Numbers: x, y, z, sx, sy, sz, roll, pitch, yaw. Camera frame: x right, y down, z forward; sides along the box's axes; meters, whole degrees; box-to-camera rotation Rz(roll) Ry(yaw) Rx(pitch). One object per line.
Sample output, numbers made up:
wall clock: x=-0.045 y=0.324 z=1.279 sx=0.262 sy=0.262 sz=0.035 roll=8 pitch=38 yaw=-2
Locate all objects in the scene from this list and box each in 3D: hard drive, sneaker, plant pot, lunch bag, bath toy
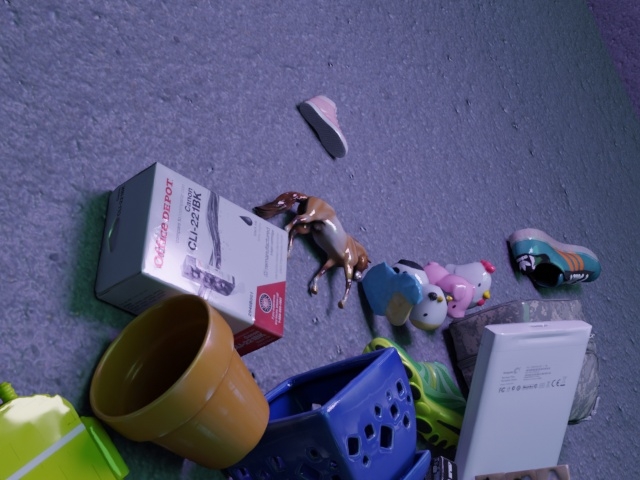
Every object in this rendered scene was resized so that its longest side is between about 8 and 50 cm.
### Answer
hard drive: x=0.362 y=0.319 z=1.783 sx=0.233 sy=0.047 sz=0.353 roll=-1 pitch=108 yaw=-31
sneaker: x=0.021 y=-0.233 z=1.944 sx=0.134 sy=0.051 sz=0.070 roll=52 pitch=43 yaw=-6
plant pot: x=0.016 y=0.317 z=1.454 sx=0.236 sy=0.236 sz=0.212 roll=-31 pitch=98 yaw=-54
sneaker: x=0.173 y=0.270 z=1.785 sx=0.295 sy=0.109 sz=0.123 roll=45 pitch=26 yaw=-27
lunch bag: x=0.437 y=0.262 z=2.002 sx=0.305 sy=0.212 sz=0.256 roll=5 pitch=69 yaw=-50
plant pot: x=-0.174 y=0.209 z=1.325 sx=0.188 sy=0.205 sz=0.205 roll=50 pitch=37 yaw=-31
bath toy: x=0.237 y=0.096 z=1.921 sx=0.348 sy=0.129 sz=0.151 roll=-2 pitch=64 yaw=-52
sneaker: x=0.576 y=0.071 z=2.375 sx=0.302 sy=0.108 sz=0.121 roll=18 pitch=55 yaw=-33

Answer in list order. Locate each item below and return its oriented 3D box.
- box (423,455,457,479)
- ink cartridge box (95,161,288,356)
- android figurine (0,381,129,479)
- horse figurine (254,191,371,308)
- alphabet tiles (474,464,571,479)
box: x=0.135 y=0.455 z=1.540 sx=0.045 sy=0.184 sz=0.191 roll=30 pitch=46 yaw=-32
ink cartridge box: x=-0.187 y=0.034 z=1.479 sx=0.273 sy=0.114 sz=0.197 roll=28 pitch=49 yaw=-36
android figurine: x=-0.338 y=0.302 z=1.181 sx=0.273 sy=0.056 sz=0.248 roll=58 pitch=37 yaw=-6
horse figurine: x=0.000 y=0.000 z=1.764 sx=0.263 sy=0.066 sz=0.174 roll=49 pitch=44 yaw=-21
alphabet tiles: x=0.366 y=0.562 z=1.648 sx=0.011 sy=0.285 sz=0.342 roll=22 pitch=57 yaw=-56
